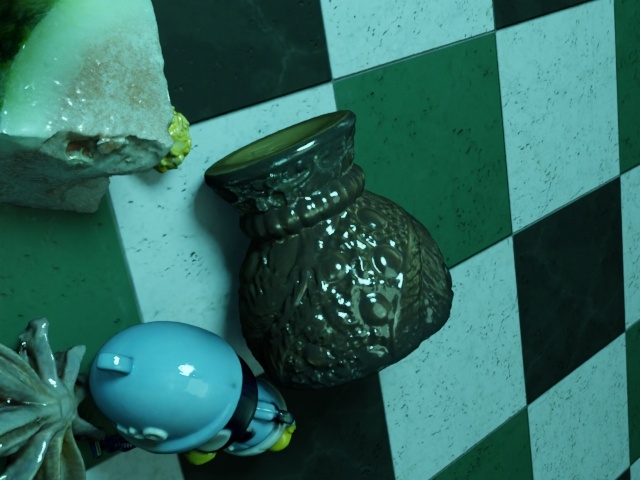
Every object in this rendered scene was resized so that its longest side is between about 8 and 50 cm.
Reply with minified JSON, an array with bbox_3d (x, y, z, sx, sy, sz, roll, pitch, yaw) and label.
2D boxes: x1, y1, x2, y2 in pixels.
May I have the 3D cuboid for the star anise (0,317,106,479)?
[{"bbox_3d":[-0.315,0.181,0.819,0.257,0.110,0.199,51,41,-52],"label":"star anise"}]

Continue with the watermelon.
[{"bbox_3d":[-0.272,-0.133,0.785,0.232,0.193,0.310,50,52,-15],"label":"watermelon"}]

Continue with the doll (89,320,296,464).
[{"bbox_3d":[-0.142,0.179,0.903,0.314,0.177,0.141,43,51,-51],"label":"doll"}]

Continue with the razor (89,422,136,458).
[{"bbox_3d":[-0.215,0.240,0.973,0.154,0.044,0.028,4,137,-44],"label":"razor"}]

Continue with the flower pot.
[{"bbox_3d":[0.000,0.000,0.963,0.266,0.266,0.267,-33,110,-31],"label":"flower pot"}]

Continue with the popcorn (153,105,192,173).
[{"bbox_3d":[-0.185,-0.116,0.890,0.082,0.083,0.057,96,6,-50],"label":"popcorn"}]
